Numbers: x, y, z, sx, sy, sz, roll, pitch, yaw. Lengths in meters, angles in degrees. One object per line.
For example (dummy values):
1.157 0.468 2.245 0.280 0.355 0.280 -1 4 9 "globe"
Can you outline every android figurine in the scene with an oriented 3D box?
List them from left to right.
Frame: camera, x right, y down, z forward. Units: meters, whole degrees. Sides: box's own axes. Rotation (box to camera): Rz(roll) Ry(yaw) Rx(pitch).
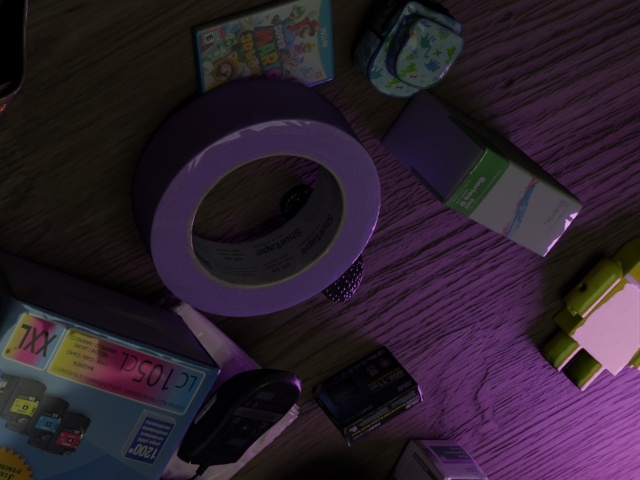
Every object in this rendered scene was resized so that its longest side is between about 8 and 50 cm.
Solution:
0.454 0.103 2.323 0.273 0.056 0.248 -44 136 5 "android figurine"

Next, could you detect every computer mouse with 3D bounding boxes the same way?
-0.154 0.232 1.928 0.184 0.060 0.262 12 126 -44 "computer mouse"

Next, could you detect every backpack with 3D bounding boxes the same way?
0.100 -0.222 1.802 0.105 0.084 0.114 18 114 -40 "backpack"

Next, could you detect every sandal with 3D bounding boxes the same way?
0.000 0.000 1.944 0.067 0.040 0.179 -36 122 -13 "sandal"

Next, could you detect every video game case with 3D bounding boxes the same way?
-0.062 -0.209 1.749 0.166 0.015 0.119 -21 132 -20 "video game case"

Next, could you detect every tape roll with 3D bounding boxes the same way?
-0.073 -0.046 1.787 0.274 0.090 0.275 -13 129 -16 "tape roll"

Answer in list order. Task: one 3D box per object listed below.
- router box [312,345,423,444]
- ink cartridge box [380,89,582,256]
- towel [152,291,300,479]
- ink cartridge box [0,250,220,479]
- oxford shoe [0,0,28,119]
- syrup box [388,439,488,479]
0.063 0.208 2.104 0.122 0.092 0.038 -30 135 -12 "router box"
0.202 -0.082 1.929 0.212 0.154 0.093 22 108 -43 "ink cartridge box"
-0.221 0.248 1.968 0.332 0.053 0.317 -41 135 -1 "towel"
-0.331 0.241 1.761 0.270 0.151 0.395 22 105 -31 "ink cartridge box"
-0.362 -0.142 1.507 0.130 0.133 0.364 -3 124 -34 "oxford shoe"
0.142 0.413 2.315 0.093 0.096 0.237 7 118 -40 "syrup box"
